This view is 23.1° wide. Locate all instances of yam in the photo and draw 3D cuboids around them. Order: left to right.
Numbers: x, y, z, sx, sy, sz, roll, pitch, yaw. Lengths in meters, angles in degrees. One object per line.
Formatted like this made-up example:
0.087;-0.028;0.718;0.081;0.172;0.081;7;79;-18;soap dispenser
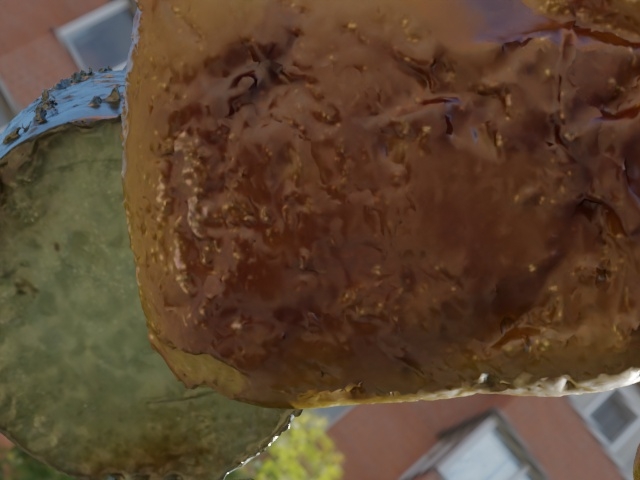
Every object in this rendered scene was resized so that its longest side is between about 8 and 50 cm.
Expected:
-0.089;0.003;0.745;0.168;0.168;0.304;64;-3;-11;yam

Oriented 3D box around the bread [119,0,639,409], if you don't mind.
0.082;-0.032;0.396;0.271;0.077;0.139;-3;-85;14;bread

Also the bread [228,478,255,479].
0.007;0.135;0.475;0.080;0.084;0.109;101;-14;-49;bread

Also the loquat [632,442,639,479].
0.318;0.146;1.159;0.176;0.234;0.187;-6;-99;12;loquat
